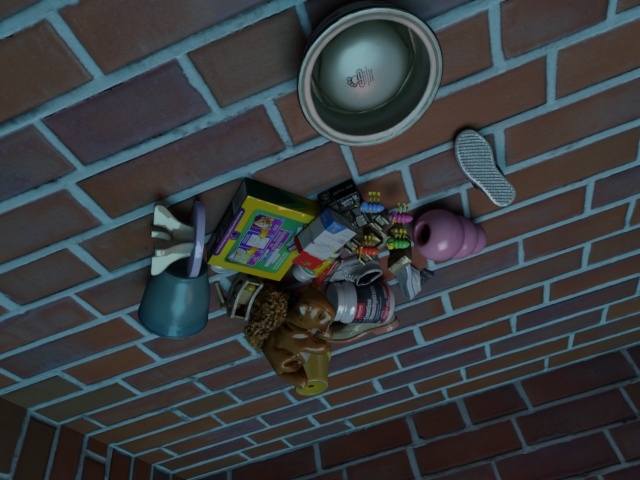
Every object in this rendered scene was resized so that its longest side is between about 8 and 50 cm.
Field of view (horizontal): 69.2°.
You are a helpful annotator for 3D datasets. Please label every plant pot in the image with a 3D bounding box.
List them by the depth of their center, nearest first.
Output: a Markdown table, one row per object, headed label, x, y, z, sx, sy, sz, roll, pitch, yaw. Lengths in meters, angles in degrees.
| label | x | y | z | sx | sy | sz | roll | pitch | yaw |
| --- | --- | --- | --- | --- | --- | --- | --- | --- | --- |
| plant pot | -0.544 | 0.191 | 1.788 | 0.271 | 0.272 | 0.255 | 9 | 120 | -22 |
| plant pot | -0.062 | 0.648 | 2.378 | 0.253 | 0.239 | 0.254 | -6 | 136 | -6 |

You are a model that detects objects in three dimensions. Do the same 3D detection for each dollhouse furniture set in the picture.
| label | x | y | z | sx | sy | sz | roll | pitch | yaw |
| --- | --- | --- | --- | --- | --- | --- | --- | --- | --- |
| dollhouse furniture set | 0.251 | -0.003 | 1.879 | 0.242 | 0.161 | 0.212 | 40 | 119 | -16 |

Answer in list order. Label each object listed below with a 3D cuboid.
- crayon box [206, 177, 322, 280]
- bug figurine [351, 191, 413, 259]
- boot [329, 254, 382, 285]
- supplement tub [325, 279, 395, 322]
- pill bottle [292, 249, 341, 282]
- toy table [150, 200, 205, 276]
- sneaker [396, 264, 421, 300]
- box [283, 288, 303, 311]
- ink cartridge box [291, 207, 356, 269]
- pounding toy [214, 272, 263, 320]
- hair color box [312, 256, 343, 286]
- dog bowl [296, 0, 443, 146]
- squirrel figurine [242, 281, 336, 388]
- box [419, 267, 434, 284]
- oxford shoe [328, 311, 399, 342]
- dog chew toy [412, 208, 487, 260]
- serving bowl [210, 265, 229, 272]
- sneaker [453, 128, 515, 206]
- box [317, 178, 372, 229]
| label | x | y | z | sx | sy | sz | roll | pitch | yaw |
| --- | --- | --- | --- | --- | --- | --- | --- | --- | --- |
| crayon box | -0.210 | -0.026 | 1.734 | 0.312 | 0.106 | 0.363 | 16 | 129 | -30 |
| bug figurine | 0.227 | -0.041 | 1.705 | 0.216 | 0.072 | 0.279 | 0 | 125 | 0 |
| boot | 0.135 | 0.140 | 1.976 | 0.258 | 0.124 | 0.095 | -26 | 135 | 13 |
| supplement tub | 0.176 | 0.274 | 2.072 | 0.272 | 0.191 | 0.191 | 4 | 135 | -19 |
| pill bottle | -0.022 | 0.075 | 1.876 | 0.117 | 0.118 | 0.208 | 22 | 127 | -32 |
| toy table | -0.500 | -0.005 | 1.610 | 0.160 | 0.252 | 0.275 | 2 | 98 | -25 |
| sneaker | 0.397 | 0.153 | 2.090 | 0.091 | 0.094 | 0.258 | -36 | 134 | -22 |
| box | -0.151 | 0.290 | 2.136 | 0.116 | 0.029 | 0.162 | 20 | 129 | -31 |
| ink cartridge box | 0.000 | 0.000 | 1.692 | 0.231 | 0.078 | 0.134 | -41 | 140 | 22 |
| pounding toy | -0.362 | 0.237 | 1.939 | 0.154 | 0.154 | 0.270 | 16 | 129 | -28 |
| hair color box | 0.031 | 0.126 | 1.954 | 0.141 | 0.043 | 0.072 | -56 | 157 | 22 |
| dog bowl | 0.126 | -0.476 | 1.313 | 0.407 | 0.151 | 0.408 | -7 | 137 | -6 |
| squirrel figurine | -0.126 | 0.340 | 1.939 | 0.396 | 0.281 | 0.371 | 27 | 125 | 7 |
| box | 0.480 | 0.169 | 2.163 | 0.067 | 0.018 | 0.083 | 23 | 127 | -32 |
| oxford shoe | 0.179 | 0.394 | 2.279 | 0.396 | 0.140 | 0.147 | -19 | 106 | 13 |
| dog chew toy | 0.533 | -0.015 | 1.866 | 0.331 | 0.207 | 0.207 | 5 | 135 | -30 |
| serving bowl | -0.400 | 0.094 | 1.872 | 0.083 | 0.027 | 0.083 | -7 | 136 | -6 |
| sneaker | 0.573 | -0.265 | 1.671 | 0.126 | 0.127 | 0.321 | -34 | 108 | 14 |
| box | 0.093 | -0.119 | 1.729 | 0.147 | 0.078 | 0.180 | -24 | 136 | 11 |
